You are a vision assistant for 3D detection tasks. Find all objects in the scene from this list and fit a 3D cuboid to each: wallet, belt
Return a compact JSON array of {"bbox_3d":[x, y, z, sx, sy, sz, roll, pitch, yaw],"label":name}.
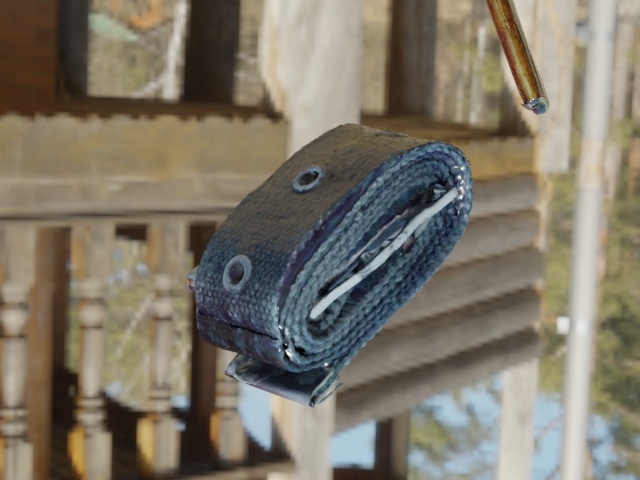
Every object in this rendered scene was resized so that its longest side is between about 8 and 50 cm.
[{"bbox_3d":[0.169,-0.243,1.455,0.031,0.255,0.137,-19,175,8],"label":"wallet"},{"bbox_3d":[0.001,0.000,1.076,0.128,0.122,0.218,16,-131,45],"label":"belt"}]
